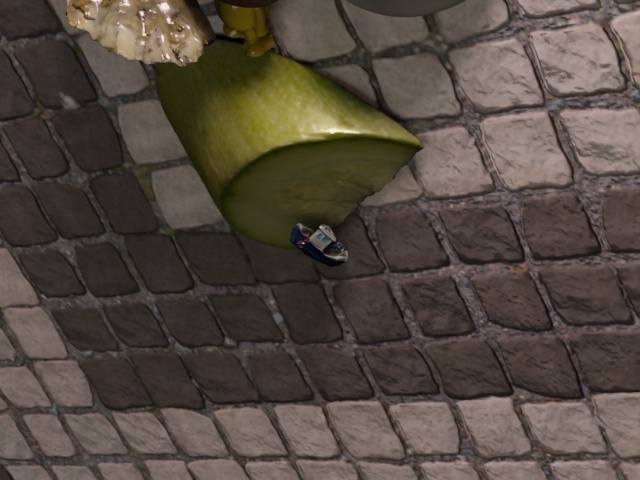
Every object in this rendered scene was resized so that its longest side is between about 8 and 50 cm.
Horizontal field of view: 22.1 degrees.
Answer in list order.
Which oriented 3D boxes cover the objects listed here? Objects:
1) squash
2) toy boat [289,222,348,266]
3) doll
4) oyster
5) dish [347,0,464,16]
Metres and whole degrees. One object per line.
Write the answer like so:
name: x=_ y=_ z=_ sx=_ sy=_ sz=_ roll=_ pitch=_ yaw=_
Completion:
squash: x=-0.048 y=-0.115 z=1.620 sx=0.204 sy=0.155 sz=0.237 roll=13 pitch=145 yaw=-30
toy boat: x=0.000 y=0.000 z=1.653 sx=0.038 sy=0.038 sz=0.083 roll=-11 pitch=155 yaw=38
doll: x=-0.083 y=-0.258 z=1.478 sx=0.145 sy=0.096 sz=0.188 roll=56 pitch=169 yaw=14
oyster: x=-0.172 y=-0.242 z=1.510 sx=0.133 sy=0.209 sz=0.072 roll=-7 pitch=139 yaw=-18
dish: x=0.046 y=-0.275 z=1.373 sx=0.236 sy=0.086 sz=0.228 roll=-9 pitch=121 yaw=37
